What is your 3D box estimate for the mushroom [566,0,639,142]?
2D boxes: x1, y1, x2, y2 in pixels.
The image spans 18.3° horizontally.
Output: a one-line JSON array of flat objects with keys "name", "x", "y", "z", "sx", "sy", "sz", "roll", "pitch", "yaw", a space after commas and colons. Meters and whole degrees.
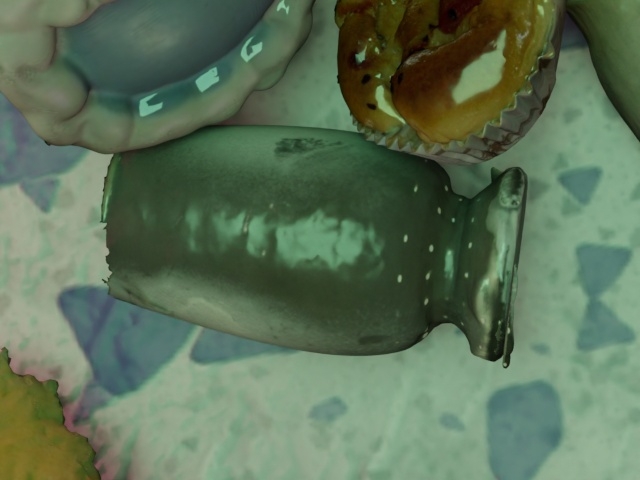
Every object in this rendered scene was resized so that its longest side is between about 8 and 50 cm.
[{"name": "mushroom", "x": 0.207, "y": -0.041, "z": 0.959, "sx": 0.099, "sy": 0.096, "sz": 0.278, "roll": -39, "pitch": 79, "yaw": 4}]

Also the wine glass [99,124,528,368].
[{"name": "wine glass", "x": 0.000, "y": 0.000, "z": 0.979, "sx": 0.204, "sy": 0.111, "sz": 0.111, "roll": 7, "pitch": 91, "yaw": 9}]

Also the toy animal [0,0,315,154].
[{"name": "toy animal", "x": -0.094, "y": -0.164, "z": 0.938, "sx": 0.156, "sy": 0.204, "sz": 0.208, "roll": -19, "pitch": 56, "yaw": 7}]

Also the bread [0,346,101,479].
[{"name": "bread", "x": -0.256, "y": 0.242, "z": 1.004, "sx": 0.362, "sy": 0.245, "sz": 0.233, "roll": -34, "pitch": 82, "yaw": -26}]

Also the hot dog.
[{"name": "hot dog", "x": 0.072, "y": -0.151, "z": 0.952, "sx": 0.131, "sy": 0.069, "sz": 0.252, "roll": -9, "pitch": 61, "yaw": 42}]
